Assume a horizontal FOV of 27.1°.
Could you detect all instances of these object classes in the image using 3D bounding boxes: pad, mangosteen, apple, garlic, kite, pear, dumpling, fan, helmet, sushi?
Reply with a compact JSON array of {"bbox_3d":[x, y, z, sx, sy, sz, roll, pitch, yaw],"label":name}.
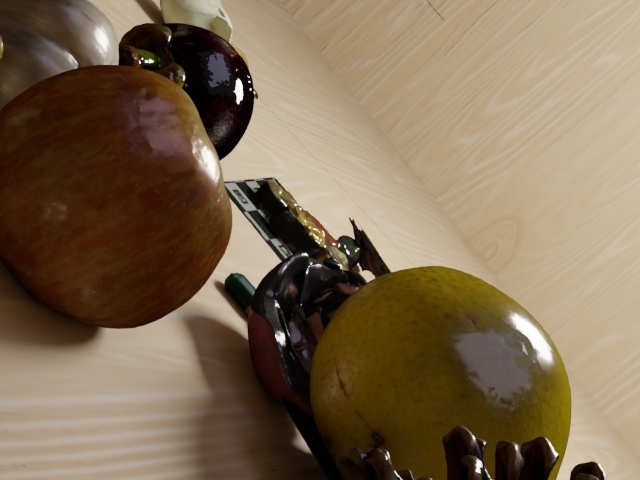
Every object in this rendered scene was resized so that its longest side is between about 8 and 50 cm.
[{"bbox_3d":[0.060,0.369,1.634,0.315,0.063,0.375,55,4,31],"label":"pad"},{"bbox_3d":[-0.219,-0.215,1.916,0.228,0.228,0.265,57,6,30],"label":"mangosteen"},{"bbox_3d":[-0.213,-0.055,1.420,0.277,0.250,0.309,56,15,1],"label":"apple"},{"bbox_3d":[-0.375,-0.229,1.735,0.292,0.210,0.237,37,-17,-27],"label":"garlic"},{"bbox_3d":[0.094,0.039,2.487,0.183,0.014,0.241,67,-13,-16],"label":"kite"},{"bbox_3d":[0.174,0.186,1.620,0.340,0.191,0.386,4,53,-35],"label":"pear"},{"bbox_3d":[-0.265,-0.457,2.720,0.229,0.124,0.151,45,-26,18],"label":"dumpling"},{"bbox_3d":[-0.079,0.106,1.883,0.155,0.039,0.082,49,14,2],"label":"fan"},{"bbox_3d":[-0.014,0.141,1.757,0.198,0.154,0.253,21,54,-24],"label":"helmet"},{"bbox_3d":[0.000,0.000,2.377,0.343,0.064,0.359,50,13,6],"label":"sushi"}]

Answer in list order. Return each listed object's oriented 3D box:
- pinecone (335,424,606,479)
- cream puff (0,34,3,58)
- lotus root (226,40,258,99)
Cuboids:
[{"bbox_3d":[0.121,0.345,1.261,0.384,0.384,0.384,45,14,-14],"label":"pinecone"},{"bbox_3d":[-0.452,-0.270,1.438,0.282,0.185,0.282,49,13,-15],"label":"cream puff"},{"bbox_3d":[-0.193,-0.320,2.545,0.221,0.118,0.125,29,56,-61],"label":"lotus root"}]
